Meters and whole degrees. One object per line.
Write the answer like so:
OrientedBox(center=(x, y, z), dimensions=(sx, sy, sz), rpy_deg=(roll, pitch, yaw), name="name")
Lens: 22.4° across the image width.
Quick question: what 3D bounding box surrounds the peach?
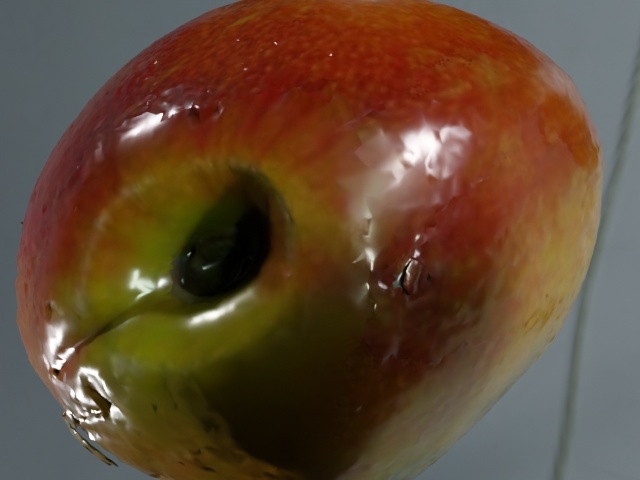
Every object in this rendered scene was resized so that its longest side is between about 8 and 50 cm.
OrientedBox(center=(-0.002, -0.001, 0.969), dimensions=(0.290, 0.372, 0.372), rpy_deg=(44, 110, 8), name="peach")
